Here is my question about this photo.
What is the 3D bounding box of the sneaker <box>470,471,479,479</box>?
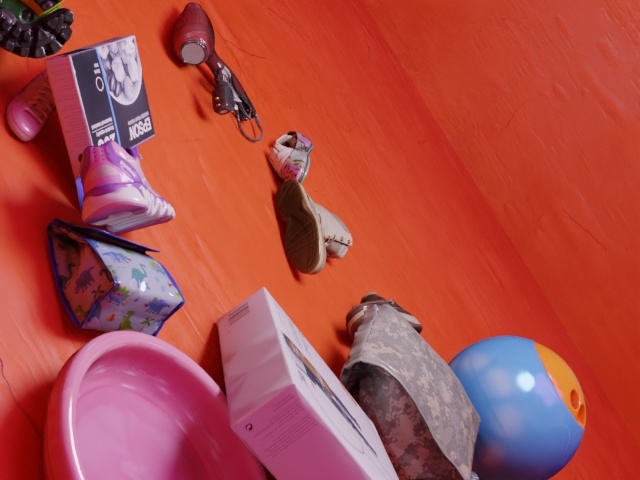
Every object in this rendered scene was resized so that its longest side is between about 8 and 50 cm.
[{"bbox_3d":[0.210,0.483,1.649,0.319,0.112,0.131,-36,123,-74],"label":"sneaker"}]

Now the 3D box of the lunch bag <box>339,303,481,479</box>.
[{"bbox_3d":[0.127,0.266,1.635,0.287,0.169,0.235,59,21,-9],"label":"lunch bag"}]

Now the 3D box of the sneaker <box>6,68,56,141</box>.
[{"bbox_3d":[-0.368,-0.188,1.309,0.051,0.070,0.134,48,24,-28],"label":"sneaker"}]

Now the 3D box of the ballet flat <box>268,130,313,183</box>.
[{"bbox_3d":[-0.061,-0.167,1.967,0.079,0.077,0.221,33,21,-9],"label":"ballet flat"}]

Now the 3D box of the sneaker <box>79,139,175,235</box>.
[{"bbox_3d":[-0.252,-0.069,1.270,0.236,0.095,0.104,80,-7,-83],"label":"sneaker"}]

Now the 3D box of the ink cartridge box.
[{"bbox_3d":[-0.292,-0.166,1.365,0.206,0.045,0.208,-55,139,-67],"label":"ink cartridge box"}]

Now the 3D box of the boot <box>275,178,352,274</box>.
[{"bbox_3d":[0.000,0.000,1.849,0.165,0.077,0.213,38,26,-45],"label":"boot"}]

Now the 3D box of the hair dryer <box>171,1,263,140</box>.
[{"bbox_3d":[-0.211,-0.330,1.882,0.223,0.080,0.293,40,29,-75],"label":"hair dryer"}]

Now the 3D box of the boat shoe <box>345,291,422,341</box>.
[{"bbox_3d":[0.102,0.146,1.873,0.095,0.095,0.257,52,11,25],"label":"boat shoe"}]

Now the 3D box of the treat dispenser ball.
[{"bbox_3d":[0.358,0.326,1.887,0.288,0.288,0.288,46,24,-28],"label":"treat dispenser ball"}]

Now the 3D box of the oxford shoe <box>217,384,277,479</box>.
[{"bbox_3d":[-0.121,0.254,1.252,0.076,0.076,0.212,-40,88,-32],"label":"oxford shoe"}]

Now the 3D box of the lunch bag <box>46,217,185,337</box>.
[{"bbox_3d":[-0.258,0.039,1.218,0.129,0.096,0.151,25,20,-52],"label":"lunch bag"}]

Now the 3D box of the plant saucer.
[{"bbox_3d":[-0.182,0.262,1.081,0.332,0.084,0.332,47,23,-27],"label":"plant saucer"}]

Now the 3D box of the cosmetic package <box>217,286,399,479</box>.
[{"bbox_3d":[-0.009,0.243,1.308,0.284,0.097,0.377,55,1,-17],"label":"cosmetic package"}]

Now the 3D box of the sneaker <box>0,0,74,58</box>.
[{"bbox_3d":[-0.482,-0.348,1.252,0.343,0.134,0.146,40,-9,-25],"label":"sneaker"}]
